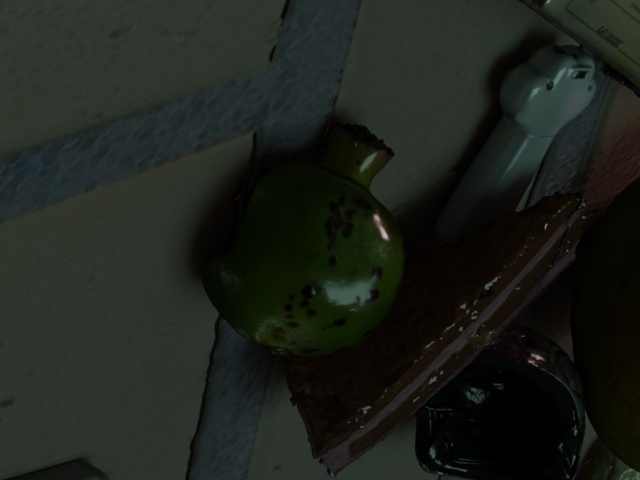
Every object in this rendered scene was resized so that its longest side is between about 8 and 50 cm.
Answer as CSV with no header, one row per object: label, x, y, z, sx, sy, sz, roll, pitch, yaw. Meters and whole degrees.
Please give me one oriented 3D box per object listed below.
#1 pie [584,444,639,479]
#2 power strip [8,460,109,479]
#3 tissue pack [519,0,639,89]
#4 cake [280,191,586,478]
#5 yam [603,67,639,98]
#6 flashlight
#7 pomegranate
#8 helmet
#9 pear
pie,0.383,0.266,2.119,0.248,0.090,0.201,-9,135,-40
power strip,-0.238,0.204,1.354,0.252,0.027,0.060,-12,133,-44
tissue pack,0.207,-0.216,1.331,0.159,0.125,0.234,-53,149,11
cake,0.084,0.055,1.493,0.295,0.113,0.116,-35,156,-12
yam,0.369,-0.192,1.527,0.280,0.131,0.131,-46,150,12
flashlight,0.148,-0.068,1.502,0.093,0.047,0.200,-5,132,-47
pomegranate,0.005,0.008,1.339,0.169,0.122,0.143,-47,135,5
helmet,0.162,0.132,1.663,0.107,0.153,0.177,-62,157,-47
pear,0.362,0.079,1.695,0.304,0.304,0.304,-31,145,-25
